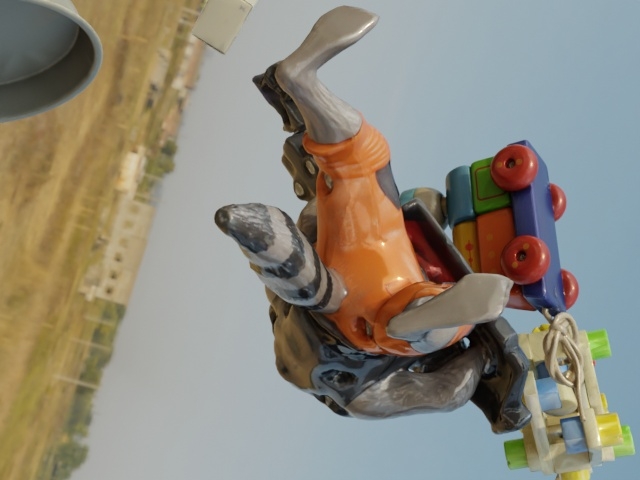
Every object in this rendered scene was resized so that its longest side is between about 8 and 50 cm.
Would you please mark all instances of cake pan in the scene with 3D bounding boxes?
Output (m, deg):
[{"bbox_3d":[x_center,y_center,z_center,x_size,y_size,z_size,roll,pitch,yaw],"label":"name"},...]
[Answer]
[{"bbox_3d":[-0.413,-0.231,1.150,0.293,0.293,0.054,128,-48,-62],"label":"cake pan"}]

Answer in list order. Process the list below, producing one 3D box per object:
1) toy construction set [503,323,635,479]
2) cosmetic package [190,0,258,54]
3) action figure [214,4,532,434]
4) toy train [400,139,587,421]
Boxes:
[{"bbox_3d":[0.250,0.218,1.000,0.215,0.151,0.328,-89,177,-49],"label":"toy construction set"},{"bbox_3d":[-0.088,-0.233,0.952,0.060,0.041,0.115,-55,-170,24],"label":"cosmetic package"},{"bbox_3d":[0.000,0.000,0.655,0.341,0.178,0.330,53,-18,22],"label":"action figure"},{"bbox_3d":[0.146,0.045,0.843,0.143,0.105,0.248,-14,-117,27],"label":"toy train"}]
